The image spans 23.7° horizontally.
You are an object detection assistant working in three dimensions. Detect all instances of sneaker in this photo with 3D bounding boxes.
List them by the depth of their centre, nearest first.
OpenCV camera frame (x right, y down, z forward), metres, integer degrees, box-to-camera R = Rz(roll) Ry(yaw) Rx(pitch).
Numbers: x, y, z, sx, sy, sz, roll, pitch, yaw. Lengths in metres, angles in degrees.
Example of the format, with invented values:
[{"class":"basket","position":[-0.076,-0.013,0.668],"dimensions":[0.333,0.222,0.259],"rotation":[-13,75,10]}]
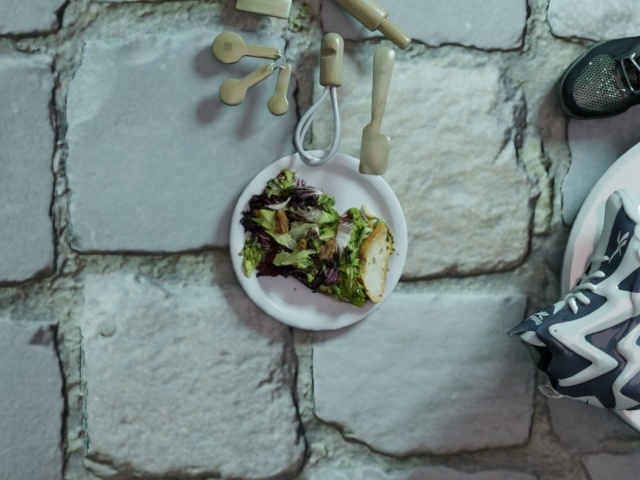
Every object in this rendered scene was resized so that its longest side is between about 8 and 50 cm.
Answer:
[{"class":"sneaker","position":[0.275,0.063,1.621],"dimensions":[0.153,0.094,0.235],"rotation":[-1,94,-3]},{"class":"sneaker","position":[0.378,-0.198,1.698],"dimensions":[0.227,0.130,0.087],"rotation":[-16,91,-7]}]

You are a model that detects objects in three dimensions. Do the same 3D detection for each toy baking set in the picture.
[{"class":"toy baking set","position":[-0.001,-0.193,1.678],"dimensions":[0.256,0.030,0.197],"rotation":[36,86,2]}]

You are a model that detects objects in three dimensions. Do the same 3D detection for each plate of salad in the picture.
[{"class":"plate of salad","position":[0.000,0.000,1.676],"dimensions":[0.200,0.048,0.200],"rotation":[0,90,-9]}]

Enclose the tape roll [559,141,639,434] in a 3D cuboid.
[{"class":"tape roll","position":[0.459,0.055,1.688],"dimensions":[0.392,0.072,0.392],"rotation":[-1,84,5]}]
